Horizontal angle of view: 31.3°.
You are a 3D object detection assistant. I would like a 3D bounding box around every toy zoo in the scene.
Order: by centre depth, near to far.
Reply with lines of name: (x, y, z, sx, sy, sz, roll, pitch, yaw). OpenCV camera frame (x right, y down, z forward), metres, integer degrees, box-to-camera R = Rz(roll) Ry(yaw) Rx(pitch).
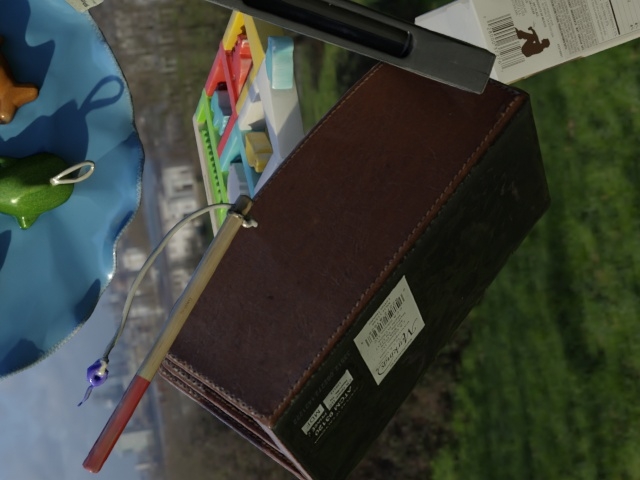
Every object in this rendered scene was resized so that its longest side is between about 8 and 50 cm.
toy zoo: (-0.073, -0.119, 1.155, 0.293, 0.030, 0.192, 124, 138, -58)

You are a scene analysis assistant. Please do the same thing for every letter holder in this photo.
letter holder: (0.000, 0.000, 0.885, 0.214, 0.302, 0.152, 30, 163, 30)

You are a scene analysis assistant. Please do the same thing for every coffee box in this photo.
coffee box: (0.294, -0.282, 1.429, 0.118, 0.297, 0.168, 71, 163, -7)

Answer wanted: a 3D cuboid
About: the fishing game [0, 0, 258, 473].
fishing game: (-0.147, -0.031, 0.426, 0.041, 0.264, 0.189, 2, 59, 60)

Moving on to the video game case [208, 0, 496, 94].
video game case: (-0.052, -0.174, 0.796, 0.275, 0.248, 0.035, 37, 110, 58)
